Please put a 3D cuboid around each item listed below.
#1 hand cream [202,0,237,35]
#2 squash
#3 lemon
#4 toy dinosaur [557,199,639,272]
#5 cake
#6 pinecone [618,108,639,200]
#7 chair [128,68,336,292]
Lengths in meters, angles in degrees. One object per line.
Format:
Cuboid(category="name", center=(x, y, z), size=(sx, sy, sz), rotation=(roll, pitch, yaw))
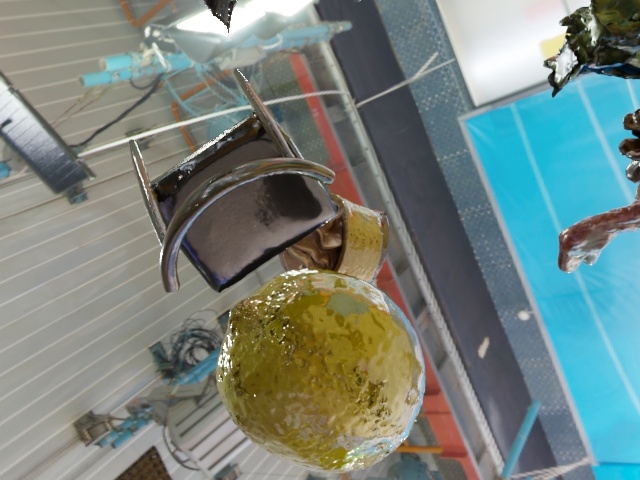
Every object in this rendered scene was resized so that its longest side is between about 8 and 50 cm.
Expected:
Cuboid(category="hand cream", center=(-0.160, -0.379, 0.910), size=(0.039, 0.062, 0.163), rotation=(3, -145, -37))
Cuboid(category="squash", center=(0.272, -0.154, 0.330), size=(0.331, 0.087, 0.087), rotation=(-20, -86, -11))
Cuboid(category="lemon", center=(0.009, 0.171, 0.767), size=(0.310, 0.257, 0.258), rotation=(38, -128, -34))
Cuboid(category="toy dinosaur", center=(0.208, -0.068, 0.298), size=(0.242, 0.167, 0.053), rotation=(60, -160, -50))
Cuboid(category="cake", center=(0.000, 0.000, 1.037), size=(0.178, 0.185, 0.208), rotation=(27, -126, -24))
Cuboid(category="pinecone", center=(0.337, -0.072, 0.479), size=(0.173, 0.173, 0.174), rotation=(18, -115, -45))
Cuboid(category="chair", center=(-0.090, -0.046, 0.630), size=(0.166, 0.188, 0.272), rotation=(57, 180, -33))
